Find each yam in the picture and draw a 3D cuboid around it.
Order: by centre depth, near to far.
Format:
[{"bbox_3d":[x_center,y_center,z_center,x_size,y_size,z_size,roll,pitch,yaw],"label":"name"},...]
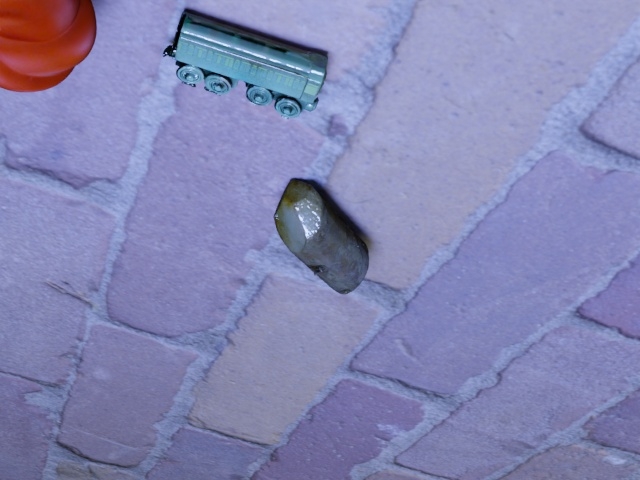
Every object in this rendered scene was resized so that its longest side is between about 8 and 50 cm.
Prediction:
[{"bbox_3d":[0.000,0.000,1.037,0.070,0.069,0.146,-15,140,31],"label":"yam"}]

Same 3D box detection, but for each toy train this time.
[{"bbox_3d":[-0.068,-0.157,0.857,0.148,0.038,0.071,16,142,-8],"label":"toy train"}]

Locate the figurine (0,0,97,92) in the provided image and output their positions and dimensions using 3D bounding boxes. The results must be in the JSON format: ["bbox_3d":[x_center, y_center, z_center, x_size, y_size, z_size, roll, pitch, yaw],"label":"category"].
[{"bbox_3d":[-0.325,-0.204,0.742,0.257,0.181,0.208,-5,114,9],"label":"figurine"}]
